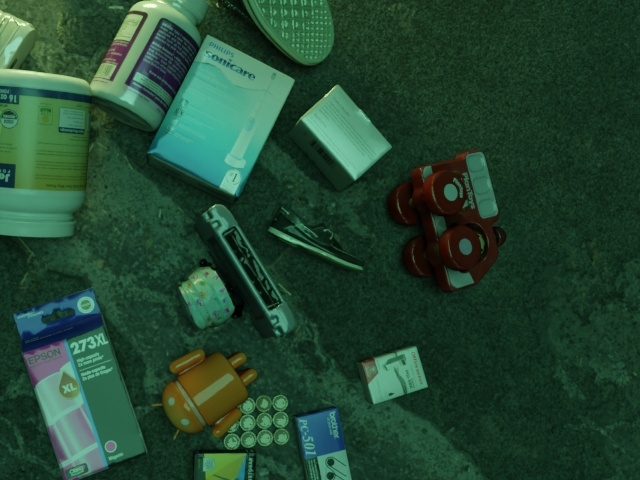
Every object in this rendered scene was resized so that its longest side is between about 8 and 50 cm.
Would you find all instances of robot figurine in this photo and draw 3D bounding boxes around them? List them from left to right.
[{"bbox_3d":[-0.239,0.322,1.825,0.219,0.128,0.158,-33,130,-14],"label":"robot figurine"}]

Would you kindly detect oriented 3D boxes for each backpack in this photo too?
[{"bbox_3d":[-0.236,0.123,1.817,0.115,0.182,0.152,-36,93,-13],"label":"backpack"}]

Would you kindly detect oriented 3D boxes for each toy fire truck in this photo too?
[{"bbox_3d":[0.318,-0.046,1.979,0.253,0.169,0.302,-15,88,-32],"label":"toy fire truck"}]

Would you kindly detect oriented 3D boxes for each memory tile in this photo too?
[{"bbox_3d":[-0.142,0.397,1.898,0.147,0.012,0.113,-3,85,-12],"label":"memory tile"}]

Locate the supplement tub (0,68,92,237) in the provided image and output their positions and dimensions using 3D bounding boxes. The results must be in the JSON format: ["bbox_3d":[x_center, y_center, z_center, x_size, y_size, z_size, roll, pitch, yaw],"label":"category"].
[{"bbox_3d":[-0.582,-0.172,1.734,0.228,0.228,0.317,4,95,-12],"label":"supplement tub"}]

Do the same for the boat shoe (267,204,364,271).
[{"bbox_3d":[0.000,0.000,1.933,0.233,0.084,0.079,27,80,-5],"label":"boat shoe"}]

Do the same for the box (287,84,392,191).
[{"bbox_3d":[0.039,-0.221,1.914,0.119,0.182,0.181,-42,94,-11],"label":"box"}]

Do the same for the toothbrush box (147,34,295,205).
[{"bbox_3d":[-0.218,-0.259,1.889,0.216,0.126,0.296,25,80,-8],"label":"toothbrush box"}]

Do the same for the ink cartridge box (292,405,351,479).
[{"bbox_3d":[0.007,0.478,1.904,0.097,0.046,0.207,-11,87,-14],"label":"ink cartridge box"}]

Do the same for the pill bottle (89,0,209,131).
[{"bbox_3d":[-0.358,-0.400,1.851,0.169,0.169,0.302,27,80,-9],"label":"pill bottle"}]

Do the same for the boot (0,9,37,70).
[{"bbox_3d":[-0.715,-0.370,1.820,0.123,0.095,0.258,28,73,0],"label":"boot"}]

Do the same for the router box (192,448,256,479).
[{"bbox_3d":[-0.207,0.539,1.846,0.133,0.046,0.179,2,88,-12],"label":"router box"}]

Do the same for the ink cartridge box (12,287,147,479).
[{"bbox_3d":[-0.502,0.299,1.806,0.175,0.069,0.371,-19,86,-14],"label":"ink cartridge box"}]

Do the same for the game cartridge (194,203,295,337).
[{"bbox_3d":[-0.163,0.069,1.830,0.062,0.198,0.297,-32,92,-13],"label":"game cartridge"}]

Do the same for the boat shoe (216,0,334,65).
[{"bbox_3d":[-0.159,-0.594,1.928,0.500,0.156,0.187,45,72,-17],"label":"boat shoe"}]

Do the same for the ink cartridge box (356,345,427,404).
[{"bbox_3d":[0.161,0.302,1.951,0.135,0.056,0.099,-16,87,-13],"label":"ink cartridge box"}]
